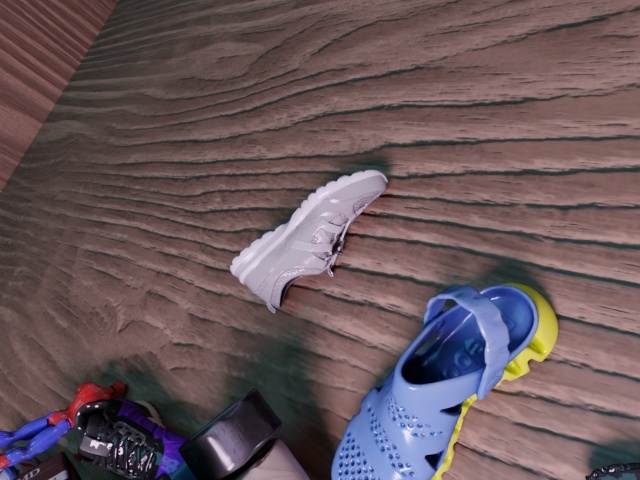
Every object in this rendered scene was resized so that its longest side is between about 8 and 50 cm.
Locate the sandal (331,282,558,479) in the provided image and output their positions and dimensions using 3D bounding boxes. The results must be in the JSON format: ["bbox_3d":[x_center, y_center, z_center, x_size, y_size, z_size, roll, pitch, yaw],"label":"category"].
[{"bbox_3d":[0.112,0.159,0.513,0.317,0.138,0.126,-54,48,3],"label":"sandal"}]

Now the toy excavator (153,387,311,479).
[{"bbox_3d":[-0.223,0.419,0.489,0.222,0.433,0.445,51,123,7],"label":"toy excavator"}]

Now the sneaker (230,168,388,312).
[{"bbox_3d":[0.000,0.000,0.742,0.281,0.105,0.115,-39,81,9],"label":"sneaker"}]

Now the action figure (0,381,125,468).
[{"bbox_3d":[-0.465,0.347,0.822,0.092,0.280,0.139,28,123,25],"label":"action figure"}]

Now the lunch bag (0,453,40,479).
[{"bbox_3d":[-0.619,0.564,0.872,0.243,0.115,0.303,-2,64,40],"label":"lunch bag"}]

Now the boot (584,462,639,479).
[{"bbox_3d":[0.292,0.235,0.392,0.121,0.045,0.099,-27,48,24],"label":"boot"}]

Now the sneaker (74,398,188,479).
[{"bbox_3d":[-0.289,0.324,0.723,0.293,0.146,0.102,11,73,42],"label":"sneaker"}]

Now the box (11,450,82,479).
[{"bbox_3d":[-0.388,0.445,0.646,0.169,0.167,0.203,-28,22,-27],"label":"box"}]
